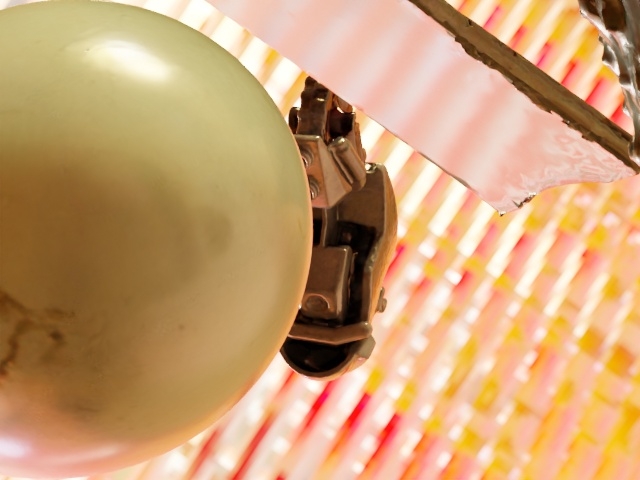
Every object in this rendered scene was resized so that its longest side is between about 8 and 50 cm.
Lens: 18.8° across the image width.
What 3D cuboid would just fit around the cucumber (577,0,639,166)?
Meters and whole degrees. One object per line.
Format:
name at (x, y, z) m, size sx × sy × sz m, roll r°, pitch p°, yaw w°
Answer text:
cucumber at (0.123, -0.021, 0.476) m, size 0.096 × 0.359 × 0.096 m, roll -22°, pitch -170°, yaw 4°

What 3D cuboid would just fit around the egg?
egg at (-0.109, 0.004, 0.767) m, size 0.264 × 0.183 × 0.183 m, roll -23°, pitch -149°, yaw 57°

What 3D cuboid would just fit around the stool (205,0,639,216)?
stool at (0.067, -0.191, 0.861) m, size 0.244 × 0.269 × 0.170 m, roll -56°, pitch -171°, yaw -13°

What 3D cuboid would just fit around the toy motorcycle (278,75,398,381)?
toy motorcycle at (0.000, 0.000, 1.186) m, size 0.215 × 0.080 × 0.122 m, roll 80°, pitch 21°, yaw -43°
